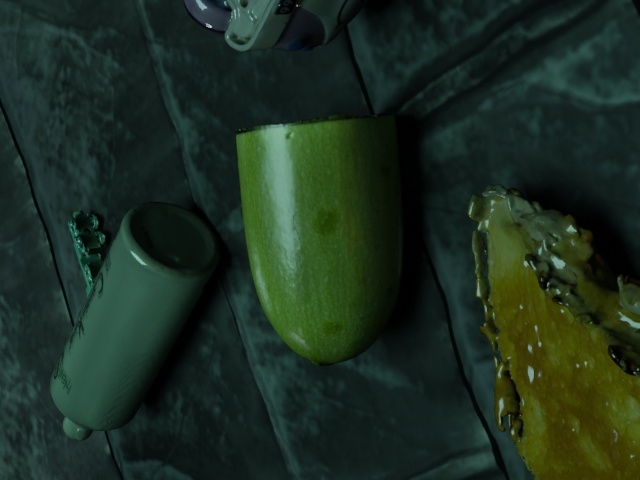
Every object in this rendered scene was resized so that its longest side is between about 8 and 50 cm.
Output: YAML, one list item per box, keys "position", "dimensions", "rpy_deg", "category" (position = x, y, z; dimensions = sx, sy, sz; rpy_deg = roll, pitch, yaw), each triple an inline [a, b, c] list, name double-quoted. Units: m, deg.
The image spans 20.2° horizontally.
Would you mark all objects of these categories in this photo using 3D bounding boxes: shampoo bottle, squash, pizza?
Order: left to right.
- position: [-0.169, 0.083, 1.523]
  dimensions: [0.085, 0.085, 0.262]
  rpy_deg: [55, 136, 27]
  category: "shampoo bottle"
- position: [0.000, 0.000, 1.275]
  dimensions: [0.123, 0.123, 0.186]
  rpy_deg: [7, 103, 50]
  category: "squash"
- position: [0.176, 0.088, 1.119]
  dimensions: [0.297, 0.071, 0.189]
  rpy_deg: [51, 145, 35]
  category: "pizza"

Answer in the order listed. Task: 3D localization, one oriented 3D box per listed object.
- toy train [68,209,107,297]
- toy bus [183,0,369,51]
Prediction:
- position: [-0.202, 0.018, 1.596]
  dimensions: [0.092, 0.029, 0.045]
  rpy_deg: [69, 156, 19]
  category: "toy train"
- position: [-0.030, -0.238, 1.236]
  dimensions: [0.202, 0.142, 0.142]
  rpy_deg: [59, 137, 25]
  category: "toy bus"
